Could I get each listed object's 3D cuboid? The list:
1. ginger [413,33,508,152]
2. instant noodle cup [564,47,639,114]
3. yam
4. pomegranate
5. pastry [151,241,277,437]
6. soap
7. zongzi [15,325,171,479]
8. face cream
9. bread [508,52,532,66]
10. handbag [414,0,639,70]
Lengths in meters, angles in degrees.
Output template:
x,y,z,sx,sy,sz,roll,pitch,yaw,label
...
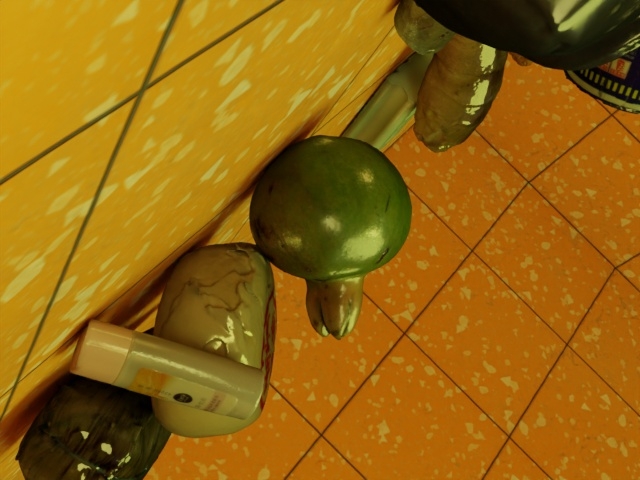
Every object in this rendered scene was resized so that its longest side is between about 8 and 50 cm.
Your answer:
x,y,z,sx,sy,sz,roll,pitch,yaw,label
0.204,-0.239,1.224,0.263,0.116,0.109,98,-2,-51,ginger
0.469,-0.351,1.167,0.284,0.284,0.312,-44,153,-46,instant noodle cup
0.118,-0.233,0.794,0.068,0.068,0.169,-45,178,-14,yam
-0.009,-0.010,1.051,0.159,0.190,0.241,-16,133,-53,pomegranate
-0.128,0.122,1.085,0.265,0.133,0.265,3,90,-85,pastry
0.118,-0.217,1.401,0.119,0.066,0.198,-42,178,-33,soap
-0.241,0.192,1.136,0.360,0.160,0.323,-54,-178,-24,zongzi
-0.162,0.140,0.916,0.084,0.198,0.057,129,-27,-49,face cream
0.329,-0.383,1.321,0.158,0.149,0.143,-52,-176,-28,bread
0.173,-0.219,0.461,0.302,0.178,0.275,-45,179,7,handbag
